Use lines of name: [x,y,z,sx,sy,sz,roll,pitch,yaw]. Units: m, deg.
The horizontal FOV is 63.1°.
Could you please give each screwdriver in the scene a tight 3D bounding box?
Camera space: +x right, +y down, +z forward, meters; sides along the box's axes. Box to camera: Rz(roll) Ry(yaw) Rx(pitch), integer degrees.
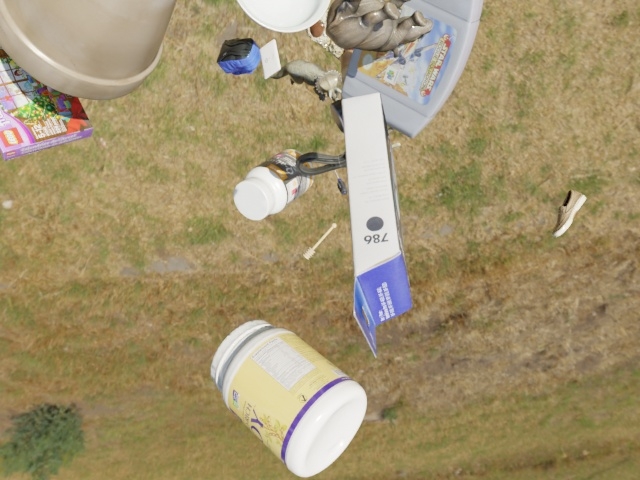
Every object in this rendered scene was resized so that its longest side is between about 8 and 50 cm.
screwdriver: [0.050,-0.179,1.458,0.024,0.170,0.025,8,128,-19]

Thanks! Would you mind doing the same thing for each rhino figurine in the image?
rhino figurine: [0.096,-0.322,0.777,0.106,0.243,0.073,-22,88,37]

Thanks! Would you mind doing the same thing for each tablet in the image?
tablet: [-0.123,-0.439,1.260,0.054,0.083,0.006,-21,162,35]

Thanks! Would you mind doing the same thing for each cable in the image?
cable: [0.078,-0.232,1.421,0.287,0.072,0.139,-14,139,25]

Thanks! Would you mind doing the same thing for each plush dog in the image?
plush dog: [0.100,-0.709,1.706,0.262,0.210,0.225,33,109,-18]

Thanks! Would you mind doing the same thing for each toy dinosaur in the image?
toy dinosaur: [-0.040,-0.556,1.749,0.313,0.160,0.121,30,88,8]

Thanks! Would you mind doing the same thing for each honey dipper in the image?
honey dipper: [0.000,0.000,1.845,0.160,0.030,0.030,-48,121,4]

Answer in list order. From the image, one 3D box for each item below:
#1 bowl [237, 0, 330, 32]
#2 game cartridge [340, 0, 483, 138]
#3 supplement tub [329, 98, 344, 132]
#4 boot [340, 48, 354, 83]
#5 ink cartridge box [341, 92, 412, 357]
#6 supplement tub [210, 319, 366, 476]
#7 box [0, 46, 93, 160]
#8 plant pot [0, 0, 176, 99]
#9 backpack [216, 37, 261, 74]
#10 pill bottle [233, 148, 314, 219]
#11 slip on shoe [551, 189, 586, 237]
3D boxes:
bowl: [-0.127,-0.726,1.483,0.298,0.134,0.298,-2,95,-21]
game cartridge: [0.159,-0.339,0.921,0.198,0.062,0.297,36,134,20]
supplement tub: [0.122,-0.306,1.125,0.198,0.106,0.106,-26,128,-3]
boot: [0.160,-0.416,1.275,0.248,0.207,0.090,27,151,-29]
ink cartridge box: [0.079,-0.025,0.714,0.065,0.332,0.165,-7,150,11]
supplement tub: [-0.083,0.360,1.242,0.241,0.331,0.241,-31,136,-35]
box: [-0.685,-0.349,1.194,0.201,0.293,0.057,-27,180,-31]
plant pot: [-0.395,-0.461,0.938,0.323,0.323,0.280,36,144,-29]
backpack: [-0.237,-0.563,1.594,0.120,0.098,0.101,0,162,30]
pill bottle: [-0.150,-0.182,1.698,0.162,0.278,0.162,14,123,23]
slip on shoe: [0.611,-0.068,1.301,0.041,0.051,0.135,37,81,2]
